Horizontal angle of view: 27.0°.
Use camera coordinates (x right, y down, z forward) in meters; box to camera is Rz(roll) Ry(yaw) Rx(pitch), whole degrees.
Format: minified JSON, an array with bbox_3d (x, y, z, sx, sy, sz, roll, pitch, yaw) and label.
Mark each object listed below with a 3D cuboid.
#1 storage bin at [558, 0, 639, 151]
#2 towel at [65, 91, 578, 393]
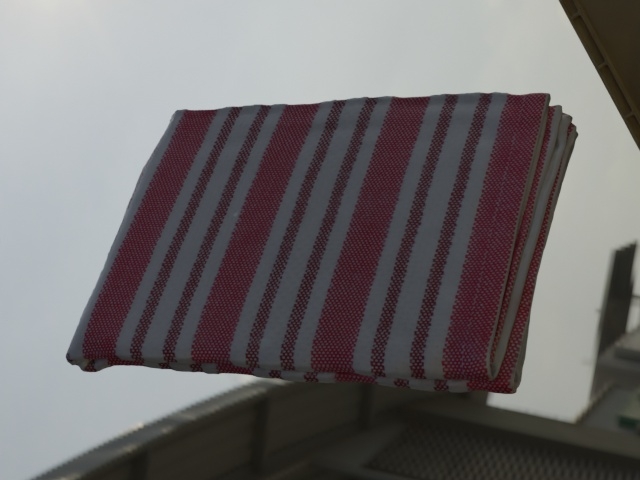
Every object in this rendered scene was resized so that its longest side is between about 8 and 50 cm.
[{"bbox_3d":[0.306,-0.152,0.815,0.123,0.262,0.260,-17,-102,-54],"label":"storage bin"},{"bbox_3d":[0.000,0.000,0.556,0.029,0.197,0.144,64,-144,-44],"label":"towel"}]
